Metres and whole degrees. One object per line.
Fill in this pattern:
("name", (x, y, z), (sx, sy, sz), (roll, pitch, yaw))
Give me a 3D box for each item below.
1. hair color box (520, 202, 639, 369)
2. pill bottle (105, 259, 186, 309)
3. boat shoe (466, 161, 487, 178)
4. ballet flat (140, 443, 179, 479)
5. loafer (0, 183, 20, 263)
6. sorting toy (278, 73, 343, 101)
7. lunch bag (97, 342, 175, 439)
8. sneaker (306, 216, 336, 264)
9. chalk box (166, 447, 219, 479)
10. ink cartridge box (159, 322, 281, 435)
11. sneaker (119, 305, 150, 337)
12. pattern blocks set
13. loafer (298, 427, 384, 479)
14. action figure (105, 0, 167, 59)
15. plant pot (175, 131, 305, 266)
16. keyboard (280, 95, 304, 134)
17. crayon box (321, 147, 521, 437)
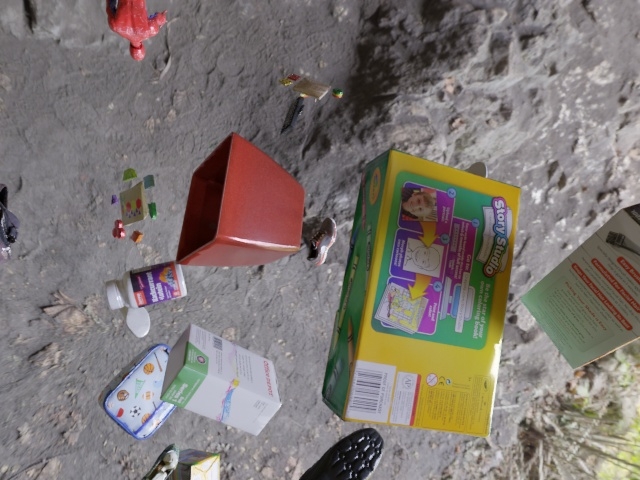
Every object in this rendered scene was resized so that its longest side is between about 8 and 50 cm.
("hair color box", (0.283, 0.049, 0.396), (0.054, 0.167, 0.093), (-17, 59, -18))
("pill bottle", (-0.478, 0.126, 1.125), (0.194, 0.108, 0.108), (-14, 85, -20))
("boat shoe", (0.340, -0.103, 0.906), (0.040, 0.049, 0.142), (22, 81, -53))
("ballet flat", (-0.459, 0.672, 1.187), (0.070, 0.070, 0.188), (51, 28, -8))
("loafer", (-0.708, -0.055, 0.890), (0.095, 0.109, 0.303), (-13, 41, -44))
("sorting toy", (-0.048, -0.661, 1.803), (0.275, 0.046, 0.132), (22, 46, 10))
("lunch bag", (-0.604, 0.533, 1.465), (0.243, 0.115, 0.303), (54, 51, -16))
("sneaker", (0.000, 0.000, 1.274), (0.065, 0.061, 0.157), (18, 89, -49))
("chalk box", (-0.476, 0.825, 1.439), (0.132, 0.213, 0.132), (13, 72, -55))
("ink cartridge box", (-0.260, 0.368, 1.089), (0.278, 0.201, 0.117), (32, 98, -21))
("sneaker", (-0.694, 0.267, 1.498), (0.080, 0.094, 0.212), (-23, 71, -37))
("pattern blocks set", (-0.724, -0.135, 1.578), (0.026, 0.325, 0.285), (-4, 94, -51))
("loafer", (0.012, 0.388, 0.663), (0.223, 0.078, 0.076), (-31, 76, -29))
("action figure", (-0.317, -0.459, 0.687), (0.092, 0.280, 0.139), (1, 37, -15))
("plant pot", (-0.189, -0.066, 1.036), (0.236, 0.267, 0.267), (17, 66, -33))
("keyboard", (-0.103, -0.486, 1.562), (0.023, 0.108, 0.180), (37, 49, -32))
("crayon box", (0.113, 0.057, 0.453), (0.166, 0.081, 0.278), (13, 82, -14))
